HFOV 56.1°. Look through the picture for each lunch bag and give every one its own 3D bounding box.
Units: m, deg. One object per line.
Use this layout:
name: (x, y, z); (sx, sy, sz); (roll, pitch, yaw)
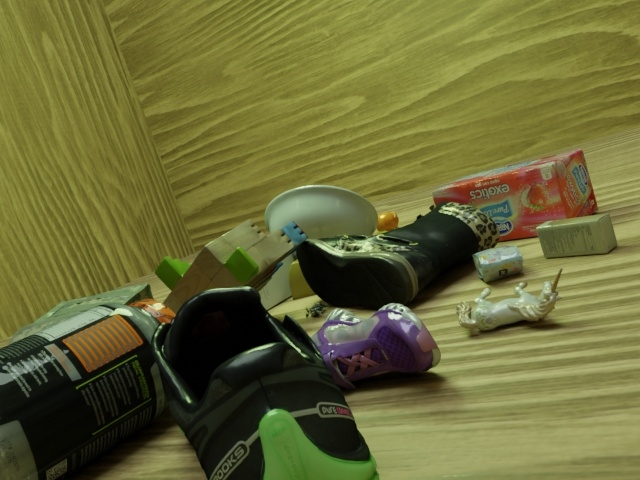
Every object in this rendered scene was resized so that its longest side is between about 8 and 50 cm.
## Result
lunch bag: (-0.502, 0.223, 1.266); (0.235, 0.168, 0.287); (-13, 16, 16)
lunch bag: (0.303, 0.039, 1.027); (0.071, 0.053, 0.083); (-16, -2, 4)

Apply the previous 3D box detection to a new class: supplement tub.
supplement tub: (-0.342, 0.209, 0.832); (0.194, 0.193, 0.316); (-12, 9, 42)

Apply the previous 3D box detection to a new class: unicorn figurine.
unicorn figurine: (0.259, 0.086, 0.803); (0.162, 0.060, 0.111); (-33, 2, 21)

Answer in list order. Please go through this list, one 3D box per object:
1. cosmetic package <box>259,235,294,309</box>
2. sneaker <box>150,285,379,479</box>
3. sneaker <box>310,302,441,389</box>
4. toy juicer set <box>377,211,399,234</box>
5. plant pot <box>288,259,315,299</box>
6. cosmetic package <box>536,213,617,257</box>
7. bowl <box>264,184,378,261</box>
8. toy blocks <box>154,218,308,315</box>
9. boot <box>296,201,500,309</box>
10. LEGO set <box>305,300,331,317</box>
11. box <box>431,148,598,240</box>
cosmetic package: (-0.173, 0.087, 1.479); (0.184, 0.151, 0.151); (-13, 10, 43)
sneaker: (-0.082, 0.139, 0.657); (0.185, 0.202, 0.483); (-21, 8, -20)
sneaker: (0.051, 0.145, 0.763); (0.105, 0.095, 0.236); (-31, 8, -30)
toy juicer set: (0.077, -0.006, 1.715); (0.329, 0.089, 0.209); (-13, -6, -1)
plant pot: (-0.030, 0.082, 1.423); (0.081, 0.083, 0.081); (-16, 9, 23)
cosmetic package: (0.431, -0.007, 1.013); (0.041, 0.060, 0.115); (-24, 10, -36)
bowl: (0.000, 0.000, 1.534); (0.298, 0.134, 0.297); (1, -32, 1)
toy blocks: (-0.186, 0.083, 1.215); (0.381, 0.191, 0.261); (-47, -5, 35)
boot: (0.144, 0.021, 1.220); (0.284, 0.138, 0.377); (-24, 13, -28)
LEGO set: (-0.011, 0.135, 1.211); (0.054, 0.023, 0.083); (-23, 8, -29)
box: (0.418, -0.087, 1.314); (0.154, 0.142, 0.300); (-25, 10, -41)
